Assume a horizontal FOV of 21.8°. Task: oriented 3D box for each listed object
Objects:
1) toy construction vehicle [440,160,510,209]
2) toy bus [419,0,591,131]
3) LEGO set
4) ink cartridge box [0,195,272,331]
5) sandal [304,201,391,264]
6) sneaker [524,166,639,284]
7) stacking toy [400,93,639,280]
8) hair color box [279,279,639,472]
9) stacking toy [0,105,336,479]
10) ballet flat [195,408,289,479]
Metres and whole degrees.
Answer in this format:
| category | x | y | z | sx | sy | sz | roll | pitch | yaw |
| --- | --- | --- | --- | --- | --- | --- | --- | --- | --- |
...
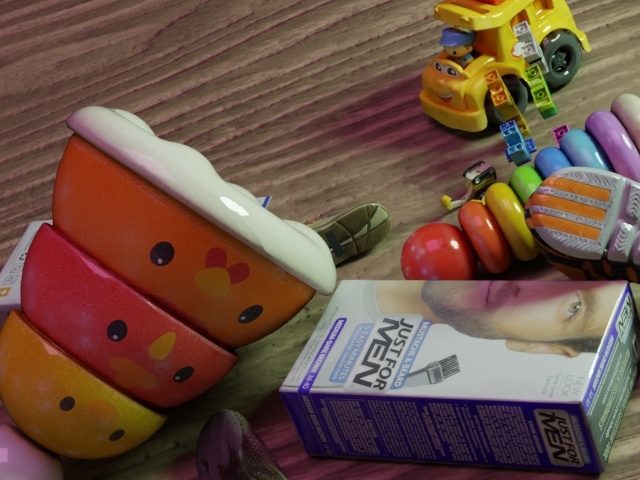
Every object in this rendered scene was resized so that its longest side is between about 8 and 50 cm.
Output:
| category | x | y | z | sx | sy | sz | roll | pitch | yaw |
| --- | --- | --- | --- | --- | --- | --- | --- | --- | --- |
| toy construction vehicle | 0.207 | -0.056 | 2.029 | 0.098 | 0.035 | 0.086 | -35 | 42 | -20 |
| toy bus | 0.220 | -0.278 | 2.165 | 0.220 | 0.211 | 0.149 | -38 | 38 | -19 |
| LEGO set | 0.263 | -0.151 | 2.066 | 0.087 | 0.093 | 0.227 | -24 | 51 | 14 |
| ink cartridge box | -0.243 | 0.033 | 2.136 | 0.371 | 0.069 | 0.176 | -7 | 37 | 25 |
| sandal | 0.000 | 0.000 | 2.042 | 0.180 | 0.072 | 0.049 | -22 | 18 | -2 |
| sneaker | 0.372 | 0.007 | 1.757 | 0.321 | 0.180 | 0.125 | 21 | 83 | 7 |
| stacking toy | 0.241 | -0.037 | 1.899 | 0.330 | 0.141 | 0.141 | -26 | 34 | 2 |
| hair color box | 0.149 | 0.135 | 1.731 | 0.339 | 0.110 | 0.185 | 0 | 39 | 28 |
| stacking toy | -0.237 | 0.124 | 1.842 | 0.350 | 0.350 | 0.480 | 31 | 88 | 51 |
| ballet flat | -0.066 | 0.254 | 1.745 | 0.084 | 0.058 | 0.250 | -62 | 31 | 6 |
